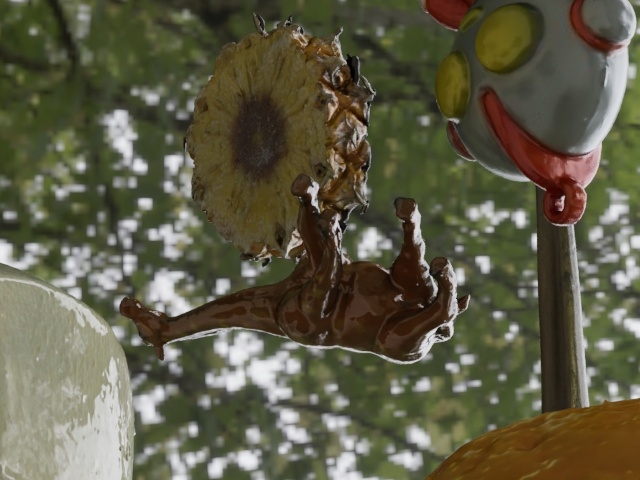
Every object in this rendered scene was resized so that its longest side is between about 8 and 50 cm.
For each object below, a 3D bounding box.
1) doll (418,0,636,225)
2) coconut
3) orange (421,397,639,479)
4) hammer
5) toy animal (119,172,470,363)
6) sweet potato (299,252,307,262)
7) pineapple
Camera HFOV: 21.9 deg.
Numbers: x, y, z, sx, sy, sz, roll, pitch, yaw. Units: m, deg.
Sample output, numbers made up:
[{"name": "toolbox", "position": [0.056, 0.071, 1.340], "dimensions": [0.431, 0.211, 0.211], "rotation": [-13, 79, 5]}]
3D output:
[{"name": "doll", "position": [0.122, -0.161, 1.079], "dimensions": [0.200, 0.105, 0.336], "rotation": [-38, -125, 48]}, {"name": "coconut", "position": [-0.230, 0.125, 1.010], "dimensions": [0.245, 0.245, 0.247], "rotation": [-38, -138, 46]}, {"name": "orange", "position": [0.136, 0.218, 0.601], "dimensions": [0.293, 0.341, 0.340], "rotation": [-134, -132, -81]}, {"name": "hammer", "position": [0.233, 0.028, 1.615], "dimensions": [0.168, 0.044, 0.440], "rotation": [-9, -105, 27]}, {"name": "toy animal", "position": [-0.023, 0.037, 1.097], "dimensions": [0.229, 0.224, 0.066], "rotation": [106, 2, -56]}, {"name": "sweet potato", "position": [-0.004, -0.001, 1.433], "dimensions": [0.044, 0.044, 0.179], "rotation": [23, -68, 50]}, {"name": "pineapple", "position": [-0.040, -0.084, 1.316], "dimensions": [0.221, 0.047, 0.221], "rotation": [-6, -99, 45]}]
